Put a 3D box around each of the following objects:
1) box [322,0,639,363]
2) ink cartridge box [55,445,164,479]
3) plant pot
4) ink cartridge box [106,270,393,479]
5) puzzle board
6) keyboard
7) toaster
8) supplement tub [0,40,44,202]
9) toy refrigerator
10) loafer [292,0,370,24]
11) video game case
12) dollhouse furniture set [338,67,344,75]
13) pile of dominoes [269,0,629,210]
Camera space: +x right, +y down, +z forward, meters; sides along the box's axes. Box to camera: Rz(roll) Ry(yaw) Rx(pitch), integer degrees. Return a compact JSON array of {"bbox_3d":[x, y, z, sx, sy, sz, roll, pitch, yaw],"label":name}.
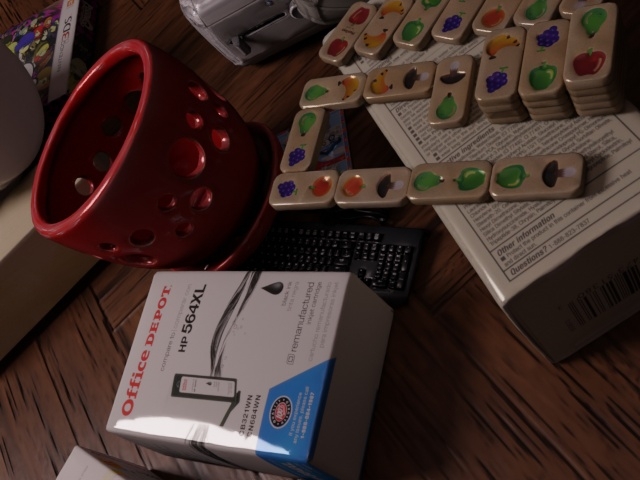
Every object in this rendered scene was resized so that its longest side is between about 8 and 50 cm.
[{"bbox_3d":[0.137,-0.081,0.597,0.148,0.121,0.311,-35,50,12],"label":"box"},{"bbox_3d":[-0.158,0.233,0.623,0.143,0.092,0.090,18,74,38],"label":"ink cartridge box"},{"bbox_3d":[-0.142,-0.058,0.716,0.191,0.174,0.191,-28,47,35],"label":"plant pot"},{"bbox_3d":[-0.059,0.106,0.637,0.203,0.086,0.148,-2,63,32],"label":"ink cartridge box"},{"bbox_3d":[-0.029,-0.075,0.775,0.128,0.011,0.096,-21,54,21],"label":"puzzle board"},{"bbox_3d":[0.000,0.000,0.695,0.192,0.038,0.100,4,66,34],"label":"keyboard"},{"bbox_3d":[-0.072,-0.302,0.861,0.146,0.129,0.227,-26,53,21],"label":"toaster"},{"bbox_3d":[-0.497,-0.103,0.912,0.325,0.235,0.235,-21,53,37],"label":"supplement tub"},{"bbox_3d":[-0.320,0.016,0.859,0.269,0.094,0.102,-45,42,2],"label":"toy refrigerator"},{"bbox_3d":[0.121,-0.279,0.684,0.319,0.111,0.112,-24,90,-3],"label":"loafer"},{"bbox_3d":[-0.418,-0.227,1.098,0.232,0.042,0.210,-20,54,22],"label":"video game case"},{"bbox_3d":[0.029,-0.223,0.788,0.081,0.091,0.114,18,77,55],"label":"dollhouse furniture set"},{"bbox_3d":[0.081,-0.119,0.547,0.251,0.040,0.196,-1,64,33],"label":"pile of dominoes"}]
